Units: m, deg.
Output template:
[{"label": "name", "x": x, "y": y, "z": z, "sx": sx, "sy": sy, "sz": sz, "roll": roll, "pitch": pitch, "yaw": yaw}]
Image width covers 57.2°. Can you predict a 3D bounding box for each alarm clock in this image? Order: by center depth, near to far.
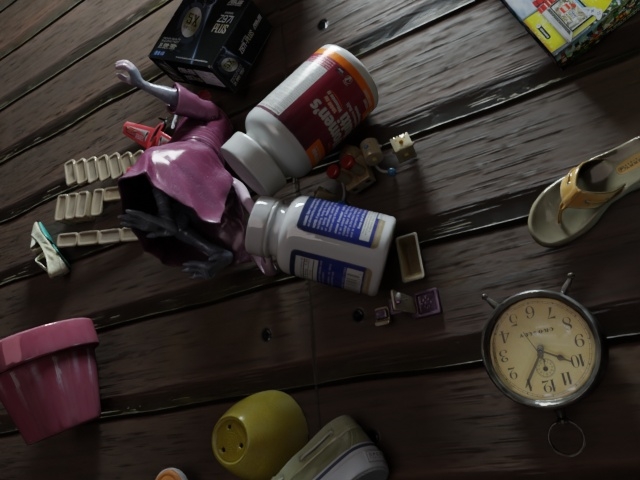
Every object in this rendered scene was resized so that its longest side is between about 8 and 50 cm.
[{"label": "alarm clock", "x": 0.256, "y": 0.142, "z": 0.658, "sx": 0.129, "sy": 0.064, "sz": 0.192, "roll": -18, "pitch": 66, "yaw": 29}]

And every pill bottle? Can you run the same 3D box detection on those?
[{"label": "pill bottle", "x": 0.000, "y": 0.000, "z": 0.794, "sx": 0.187, "sy": 0.112, "sz": 0.112, "roll": 15, "pitch": 86, "yaw": 8}, {"label": "pill bottle", "x": -0.030, "y": -0.169, "z": 0.851, "sx": 0.221, "sy": 0.121, "sz": 0.121, "roll": -45, "pitch": 55, "yaw": -11}]

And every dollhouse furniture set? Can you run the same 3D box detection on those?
[{"label": "dollhouse furniture set", "x": 0.094, "y": 0.047, "z": 0.778, "sx": 0.091, "sy": 0.081, "sz": 0.114, "roll": -18, "pitch": 69, "yaw": 29}]

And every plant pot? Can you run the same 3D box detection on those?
[{"label": "plant pot", "x": -0.099, "y": 0.283, "z": 0.840, "sx": 0.134, "sy": 0.095, "sz": 0.134, "roll": -10, "pitch": 72, "yaw": 32}, {"label": "plant pot", "x": -0.488, "y": 0.258, "z": 1.062, "sx": 0.201, "sy": 0.201, "sz": 0.180, "roll": -27, "pitch": 80, "yaw": 26}]

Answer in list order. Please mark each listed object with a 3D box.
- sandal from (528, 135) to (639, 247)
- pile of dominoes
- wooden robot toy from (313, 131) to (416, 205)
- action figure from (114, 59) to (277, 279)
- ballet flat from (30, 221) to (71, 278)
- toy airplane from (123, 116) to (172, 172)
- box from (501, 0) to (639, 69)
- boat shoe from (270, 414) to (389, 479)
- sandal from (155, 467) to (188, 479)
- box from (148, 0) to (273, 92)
[{"label": "sandal", "x": 0.316, "y": -0.063, "z": 0.677, "sx": 0.180, "sy": 0.049, "sz": 0.072, "roll": -37, "pitch": 60, "yaw": 21}, {"label": "pile of dominoes", "x": -0.441, "y": -0.082, "z": 1.212, "sx": 0.251, "sy": 0.040, "sz": 0.195, "roll": -4, "pitch": 75, "yaw": 25}, {"label": "wooden robot toy", "x": 0.050, "y": -0.120, "z": 0.862, "sx": 0.173, "sy": 0.076, "sz": 0.079, "roll": -32, "pitch": 52, "yaw": 23}, {"label": "action figure", "x": -0.198, "y": -0.140, "z": 0.958, "sx": 0.276, "sy": 0.248, "sz": 0.370, "roll": 2, "pitch": 48, "yaw": 0}, {"label": "ballet flat", "x": -0.591, "y": 0.020, "z": 1.254, "sx": 0.052, "sy": 0.057, "sz": 0.168, "roll": -35, "pitch": 54, "yaw": -19}, {"label": "toy airplane", "x": -0.333, "y": -0.173, "z": 1.147, "sx": 0.151, "sy": 0.028, "sz": 0.151, "roll": -3, "pitch": 76, "yaw": 14}, {"label": "box", "x": 0.310, "y": -0.357, "z": 0.759, "sx": 0.159, "sy": 0.044, "sz": 0.233, "roll": -37, "pitch": 61, "yaw": 21}, {"label": "boat shoe", "x": -0.037, "y": 0.360, "z": 0.789, "sx": 0.302, "sy": 0.109, "sz": 0.094, "roll": -42, "pitch": 43, "yaw": 8}, {"label": "sandal", "x": -0.223, "y": 0.475, "z": 0.860, "sx": 0.102, "sy": 0.076, "sz": 0.265, "roll": -32, "pitch": 63, "yaw": 23}, {"label": "box", "x": -0.200, "y": -0.360, "z": 1.065, "sx": 0.180, "sy": 0.077, "sz": 0.147, "roll": 21, "pitch": 78, "yaw": 36}]
